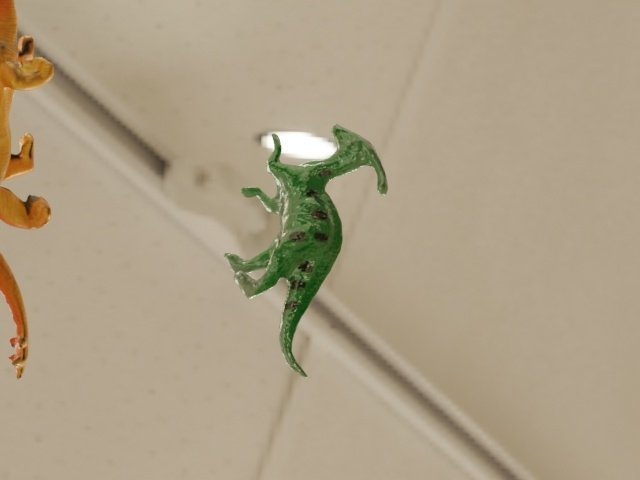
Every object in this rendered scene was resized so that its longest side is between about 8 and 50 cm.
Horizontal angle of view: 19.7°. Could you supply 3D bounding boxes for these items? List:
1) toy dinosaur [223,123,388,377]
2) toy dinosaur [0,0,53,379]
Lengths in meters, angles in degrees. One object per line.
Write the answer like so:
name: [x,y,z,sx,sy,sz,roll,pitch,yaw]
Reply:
toy dinosaur: [0.000,0.000,0.608,0.062,0.083,0.021,-29,-24,-2]
toy dinosaur: [-0.239,-0.050,1.219,0.117,0.070,0.288,0,-81,-25]
